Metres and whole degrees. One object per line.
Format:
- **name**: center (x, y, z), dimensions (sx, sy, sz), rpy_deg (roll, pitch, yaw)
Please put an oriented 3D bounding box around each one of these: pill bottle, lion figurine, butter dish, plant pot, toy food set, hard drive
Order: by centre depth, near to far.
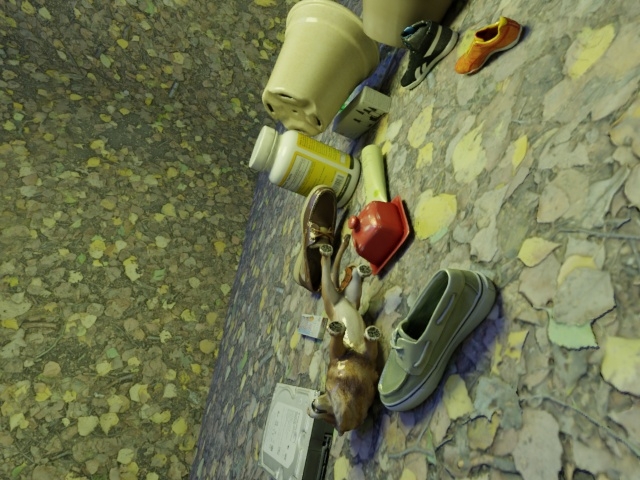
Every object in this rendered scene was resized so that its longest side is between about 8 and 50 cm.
- **lion figurine**: center (0.056, 0.194, 0.928), dimensions (0.392, 0.142, 0.240), rpy_deg (-84, -5, -47)
- **butter dish**: center (0.121, -0.027, 1.017), dimensions (0.160, 0.118, 0.160), rpy_deg (-57, 21, 36)
- **hard drive**: center (-0.070, 0.504, 1.109), dimensions (0.339, 0.064, 0.237), rpy_deg (-28, 45, 63)
- **plant pot**: center (0.238, -0.691, 1.142), dimensions (0.323, 0.323, 0.280), rpy_deg (-91, 11, -47)
- **toy food set**: center (0.068, 0.118, 1.146), dimensions (0.192, 0.038, 0.132), rpy_deg (-63, 19, 20)
- **plant pot**: center (-0.023, -0.519, 1.361), dimensions (0.305, 0.334, 0.334), rpy_deg (-64, 16, -15)
- **pill bottle**: center (-0.054, -0.246, 1.401), dimensions (0.188, 0.334, 0.188), rpy_deg (-55, 23, 38)

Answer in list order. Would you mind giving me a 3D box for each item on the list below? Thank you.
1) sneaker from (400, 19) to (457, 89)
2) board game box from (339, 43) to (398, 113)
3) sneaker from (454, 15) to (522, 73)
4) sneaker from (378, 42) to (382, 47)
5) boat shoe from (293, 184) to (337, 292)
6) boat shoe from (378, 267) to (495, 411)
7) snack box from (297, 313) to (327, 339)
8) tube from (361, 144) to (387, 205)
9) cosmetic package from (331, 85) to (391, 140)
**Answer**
- **sneaker**: center (0.249, -0.504, 1.136), dimensions (0.217, 0.121, 0.079), rpy_deg (-36, 37, 60)
- **board game box**: center (0.180, -0.667, 1.622), dimensions (0.390, 0.050, 0.390), rpy_deg (-65, 19, 14)
- **sneaker**: center (0.334, -0.407, 0.882), dimensions (0.175, 0.067, 0.064), rpy_deg (156, 129, -68)
- **sneaker**: center (0.175, -0.716, 1.500), dimensions (0.094, 0.080, 0.212), rpy_deg (-59, 17, -4)
- **boat shoe**: center (0.000, 0.000, 1.334), dimensions (0.123, 0.123, 0.342), rpy_deg (33, 111, 62)
- **boat shoe**: center (0.168, 0.165, 0.720), dimensions (0.302, 0.094, 0.109), rpy_deg (-63, 19, 21)
- **snack box**: center (-0.027, 0.261, 1.300), dimensions (0.178, 0.022, 0.064), rpy_deg (-17, 56, 68)
- **tube**: center (0.150, -0.164, 1.180), dimensions (0.070, 0.062, 0.240), rpy_deg (66, -160, -53)
- **cosmetic package**: center (0.131, -0.419, 1.427), dimensions (0.239, 0.099, 0.060), rpy_deg (-24, 48, 66)
